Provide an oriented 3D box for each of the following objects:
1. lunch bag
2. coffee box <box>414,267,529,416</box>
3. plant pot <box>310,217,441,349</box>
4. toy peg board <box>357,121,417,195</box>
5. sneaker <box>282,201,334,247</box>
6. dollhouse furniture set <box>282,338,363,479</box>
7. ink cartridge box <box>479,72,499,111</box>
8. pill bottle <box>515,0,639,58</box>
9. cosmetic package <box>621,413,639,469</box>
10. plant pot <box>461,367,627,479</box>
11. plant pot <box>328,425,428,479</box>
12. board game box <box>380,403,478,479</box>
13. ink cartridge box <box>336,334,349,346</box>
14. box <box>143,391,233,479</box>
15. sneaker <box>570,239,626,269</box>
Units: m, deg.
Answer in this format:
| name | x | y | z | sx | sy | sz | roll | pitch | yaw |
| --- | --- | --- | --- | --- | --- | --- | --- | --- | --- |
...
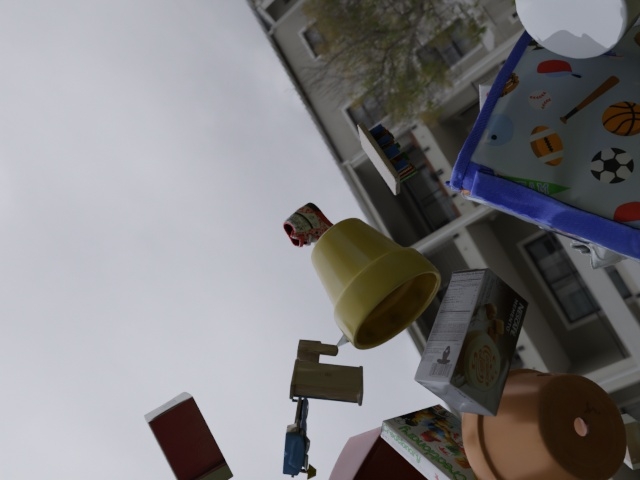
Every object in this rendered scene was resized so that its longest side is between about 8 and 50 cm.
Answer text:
| name | x | y | z | sx | sy | sz | roll | pitch | yaw |
| --- | --- | --- | --- | --- | --- | --- | --- | --- | --- |
| lunch bag | 0.388 | -0.135 | 0.805 | 0.327 | 0.239 | 0.385 | 23 | -130 | 17 |
| coffee box | 0.299 | 0.195 | 1.138 | 0.141 | 0.098 | 0.247 | 39 | -117 | -24 |
| plant pot | 0.107 | 0.082 | 1.350 | 0.254 | 0.254 | 0.239 | 8 | -145 | -53 |
| toy peg board | 0.171 | -0.214 | 1.421 | 0.161 | 0.079 | 0.160 | 57 | -179 | 13 |
| sneaker | -0.001 | 0.000 | 1.877 | 0.270 | 0.090 | 0.145 | 43 | -124 | 19 |
| dollhouse furniture set | 0.009 | 0.498 | 1.700 | 0.198 | 0.303 | 0.286 | 7 | -161 | 2 |
| ink cartridge box | 0.527 | -0.273 | 1.485 | 0.121 | 0.211 | 0.289 | -34 | -54 | -35 |
| pill bottle | 0.353 | -0.350 | 0.652 | 0.169 | 0.169 | 0.301 | 46 | -107 | -18 |
| cosmetic package | 0.756 | 0.490 | 1.419 | 0.060 | 0.041 | 0.115 | -14 | -91 | -86 |
| plant pot | 0.464 | 0.391 | 1.179 | 0.290 | 0.203 | 0.291 | 7 | -116 | -15 |
| plant pot | 0.168 | 0.784 | 1.834 | 0.267 | 0.267 | 0.235 | 50 | -128 | 4 |
| board game box | 0.310 | 0.502 | 1.372 | 0.193 | 0.053 | 0.305 | -5 | -161 | -32 |
| ink cartridge box | 0.130 | 0.231 | 1.779 | 0.171 | 0.235 | 0.056 | -17 | -117 | -33 |
| box | -0.340 | 0.523 | 1.486 | 0.126 | 0.148 | 0.232 | -28 | -88 | -22 |
| sneaker | 0.556 | -0.019 | 1.201 | 0.080 | 0.094 | 0.212 | 45 | -155 | -21 |
